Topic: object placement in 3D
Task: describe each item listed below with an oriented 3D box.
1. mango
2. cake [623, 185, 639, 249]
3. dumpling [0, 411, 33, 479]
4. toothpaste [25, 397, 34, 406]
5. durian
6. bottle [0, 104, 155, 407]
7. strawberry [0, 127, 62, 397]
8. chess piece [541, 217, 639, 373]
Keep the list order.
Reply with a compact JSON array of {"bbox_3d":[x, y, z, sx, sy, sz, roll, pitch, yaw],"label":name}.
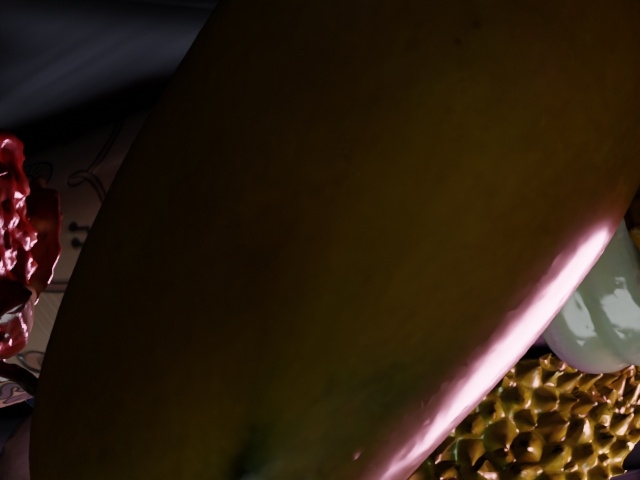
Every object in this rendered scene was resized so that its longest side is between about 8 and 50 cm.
[{"bbox_3d":[0.001,-0.002,0.603,0.254,0.139,0.175,-52,-177,-2],"label":"mango"},{"bbox_3d":[0.152,-0.030,0.667,0.080,0.116,0.185,-49,-168,18],"label":"cake"},{"bbox_3d":[-0.154,0.216,1.318,0.175,0.227,0.243,8,-169,37],"label":"dumpling"},{"bbox_3d":[-0.146,0.047,1.042,0.069,0.047,0.268,1,162,-4],"label":"toothpaste"},{"bbox_3d":[0.112,0.184,1.616,0.352,0.158,0.169,-21,177,16],"label":"durian"},{"bbox_3d":[-0.063,0.003,0.786,0.209,0.110,0.097,-18,-163,24],"label":"bottle"},{"bbox_3d":[-0.199,-0.014,0.652,0.228,0.098,0.174,14,176,-14],"label":"strawberry"},{"bbox_3d":[0.022,-0.005,0.856,0.272,0.139,0.139,-6,170,24],"label":"chess piece"}]
